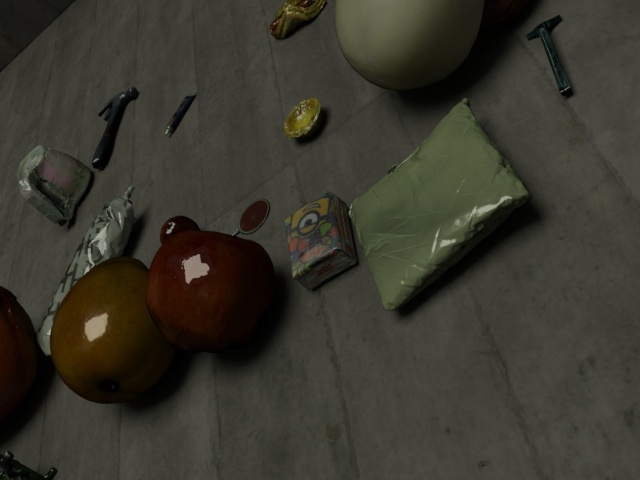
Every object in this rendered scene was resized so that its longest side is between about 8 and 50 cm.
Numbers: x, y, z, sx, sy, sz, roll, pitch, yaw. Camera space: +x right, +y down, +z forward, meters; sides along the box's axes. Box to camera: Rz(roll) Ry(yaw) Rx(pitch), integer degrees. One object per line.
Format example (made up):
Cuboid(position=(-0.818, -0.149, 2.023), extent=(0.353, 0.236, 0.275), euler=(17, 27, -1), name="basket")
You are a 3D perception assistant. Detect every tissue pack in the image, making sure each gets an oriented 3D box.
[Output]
Cuboid(position=(0.000, 0.000, 1.387), extent=(0.108, 0.060, 0.148), euler=(-33, 41, 23), name="tissue pack")

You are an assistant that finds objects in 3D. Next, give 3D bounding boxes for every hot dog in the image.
Cuboid(position=(-0.066, -0.552, 1.922), extent=(0.169, 0.061, 0.078), euler=(-30, 43, 26), name="hot dog")

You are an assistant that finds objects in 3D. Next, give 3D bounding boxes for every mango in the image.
Cuboid(position=(-0.402, 0.161, 1.545), extent=(0.264, 0.221, 0.378), euler=(-49, 26, 10), name="mango")

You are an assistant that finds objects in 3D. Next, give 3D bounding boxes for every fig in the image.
Cuboid(position=(-0.310, -0.001, 1.704), extent=(0.125, 0.089, 0.089), euler=(-30, 37, 57), name="fig")

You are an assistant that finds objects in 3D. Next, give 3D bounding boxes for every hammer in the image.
Cuboid(position=(-0.621, -0.321, 2.317), extent=(0.137, 0.037, 0.290), euler=(-20, 46, 33), name="hammer")

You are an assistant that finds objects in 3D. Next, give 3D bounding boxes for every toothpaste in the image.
Cuboid(position=(-0.374, -0.334, 2.090), extent=(0.037, 0.021, 0.140), euler=(8, 62, 43), name="toothpaste")

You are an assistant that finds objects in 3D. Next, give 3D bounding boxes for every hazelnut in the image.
Cuboid(position=(0.309, -0.453, 1.410), extent=(0.150, 0.150, 0.150), euler=(-27, 43, 28), name="hazelnut")

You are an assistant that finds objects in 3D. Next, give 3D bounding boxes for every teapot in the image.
Cuboid(position=(-0.764, -0.154, 2.207), extent=(0.163, 0.178, 0.222), euler=(-13, 51, 40), name="teapot")

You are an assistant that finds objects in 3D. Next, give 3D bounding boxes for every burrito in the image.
Cuboid(position=(-0.532, 0.068, 1.846), extent=(0.139, 0.101, 0.446), euler=(-10, 55, 51), name="burrito")

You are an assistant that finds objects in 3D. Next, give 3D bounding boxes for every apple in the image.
Cuboid(position=(-0.194, 0.092, 1.390), extent=(0.230, 0.230, 0.230), euler=(-27, 43, 28), name="apple")

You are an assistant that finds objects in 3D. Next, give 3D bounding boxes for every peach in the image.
Cuboid(position=(-0.803, 0.265, 1.793), extent=(0.372, 0.289, 0.373), euler=(-20, 62, 41), name="peach")

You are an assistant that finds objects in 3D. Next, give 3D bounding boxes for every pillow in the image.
Cuboid(position=(0.176, -0.057, 1.246), extent=(0.281, 0.076, 0.274), euler=(-43, 35, 20), name="pillow")

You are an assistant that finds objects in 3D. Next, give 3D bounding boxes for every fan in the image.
Cuboid(position=(-0.153, -0.033, 1.619), extent=(0.133, 0.005, 0.085), euler=(-43, 38, 9), name="fan")

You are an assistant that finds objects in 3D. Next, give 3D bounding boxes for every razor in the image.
Cuboid(position=(0.373, -0.300, 1.280), extent=(0.066, 0.033, 0.190), euler=(-28, 43, 28), name="razor")

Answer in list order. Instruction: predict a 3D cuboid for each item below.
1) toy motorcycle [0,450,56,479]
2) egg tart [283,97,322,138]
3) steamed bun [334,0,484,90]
Cuboid(position=(-0.587, 0.538, 1.495), extent=(0.275, 0.127, 0.205), euler=(32, 85, 46), name="toy motorcycle")
Cuboid(position=(-0.030, -0.249, 1.646), extent=(0.105, 0.039, 0.105), euler=(-27, 43, 28), name="egg tart")
Cuboid(position=(0.136, -0.425, 1.389), extent=(0.324, 0.206, 0.324), euler=(-179, 90, -71), name="steamed bun")
